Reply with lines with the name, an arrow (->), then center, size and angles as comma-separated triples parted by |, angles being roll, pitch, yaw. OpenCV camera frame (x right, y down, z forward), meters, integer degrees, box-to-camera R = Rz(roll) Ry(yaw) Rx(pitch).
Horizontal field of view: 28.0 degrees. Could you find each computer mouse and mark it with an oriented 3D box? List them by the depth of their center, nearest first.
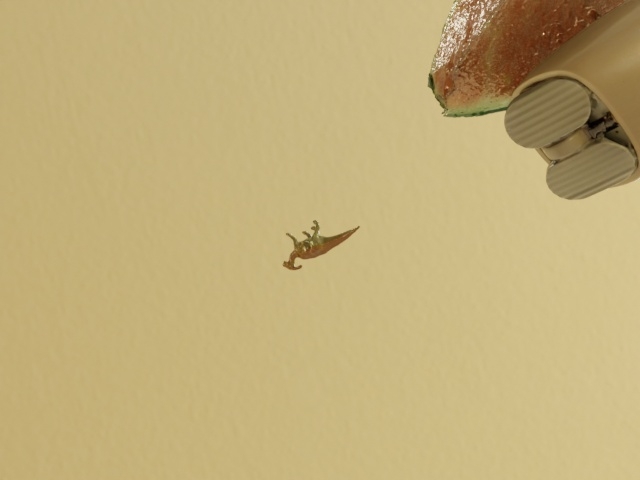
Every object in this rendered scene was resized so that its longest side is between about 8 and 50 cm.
computer mouse -> 0.286, -0.136, 1.156 | 0.236, 0.145, 0.082 | -33, -161, 18

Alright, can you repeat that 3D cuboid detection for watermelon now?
watermelon -> 0.214, -0.210, 1.223 | 0.146, 0.231, 0.128 | 27, -154, -18

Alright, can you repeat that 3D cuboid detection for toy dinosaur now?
toy dinosaur -> -0.002, -0.003, 1.409 | 0.113, 0.041, 0.026 | -31, 156, 29
